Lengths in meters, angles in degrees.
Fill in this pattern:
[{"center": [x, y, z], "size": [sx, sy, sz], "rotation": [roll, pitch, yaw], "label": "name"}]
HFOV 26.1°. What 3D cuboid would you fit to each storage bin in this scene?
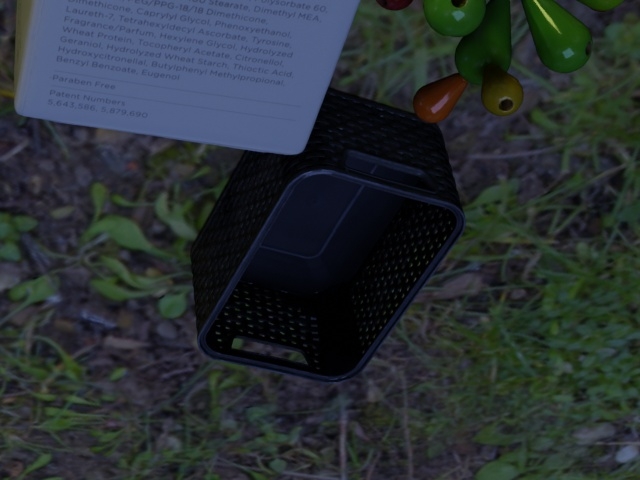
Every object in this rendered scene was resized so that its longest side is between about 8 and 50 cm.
[{"center": [0.000, 0.000, 0.904], "size": [0.122, 0.084, 0.180], "rotation": [14, 131, -23], "label": "storage bin"}]

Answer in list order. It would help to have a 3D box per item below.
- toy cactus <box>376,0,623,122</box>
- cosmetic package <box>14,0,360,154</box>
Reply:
[{"center": [0.079, -0.161, 0.723], "size": [0.112, 0.219, 0.180], "rotation": [-33, 91, 42], "label": "toy cactus"}, {"center": [-0.062, -0.165, 0.679], "size": [0.151, 0.151, 0.184], "rotation": [8, 134, -17], "label": "cosmetic package"}]
